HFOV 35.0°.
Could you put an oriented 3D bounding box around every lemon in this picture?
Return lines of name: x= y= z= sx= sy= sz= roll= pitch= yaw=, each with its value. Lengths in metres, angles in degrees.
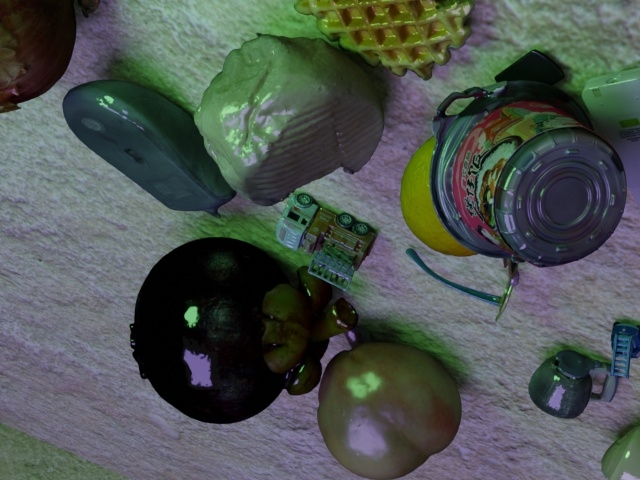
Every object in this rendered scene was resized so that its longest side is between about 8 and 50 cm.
lemon: x=0.216 y=-0.076 z=1.543 sx=0.187 sy=0.187 sz=0.244 roll=25 pitch=135 yaw=6

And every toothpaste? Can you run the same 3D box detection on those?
toothpaste: x=0.103 y=0.256 z=2.167 sx=0.067 sy=0.043 sz=0.194 roll=2 pitch=131 yaw=34

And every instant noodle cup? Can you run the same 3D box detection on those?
instant noodle cup: x=0.295 y=-0.075 z=1.370 sx=0.302 sy=0.258 sz=0.181 roll=29 pitch=-172 yaw=-20

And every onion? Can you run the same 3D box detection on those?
onion: x=-0.535 y=-0.360 z=1.591 sx=0.353 sy=0.353 sz=0.353 roll=19 pitch=144 yaw=15

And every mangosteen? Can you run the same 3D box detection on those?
mangosteen: x=-0.155 y=0.165 z=2.004 sx=0.435 sy=0.382 sz=0.382 roll=-13 pitch=141 yaw=-7

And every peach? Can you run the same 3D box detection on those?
peach: x=0.130 y=0.336 z=2.045 sx=0.292 sy=0.247 sz=0.292 roll=0 pitch=128 yaw=1

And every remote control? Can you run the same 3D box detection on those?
remote control: x=0.459 y=-0.132 z=1.427 sx=0.103 sy=0.034 sz=0.250 roll=-8 pitch=131 yaw=41

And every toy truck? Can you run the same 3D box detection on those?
toy truck: x=0.000 y=0.001 z=1.851 sx=0.177 sy=0.115 sz=0.080 roll=27 pitch=145 yaw=7
toy truck: x=0.519 y=0.189 z=1.737 sx=0.056 sy=0.090 sz=0.073 roll=8 pitch=140 yaw=29

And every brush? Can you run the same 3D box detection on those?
brush: x=0.270 y=-0.216 z=1.473 sx=0.063 sy=0.016 sz=0.193 roll=38 pitch=144 yaw=-15

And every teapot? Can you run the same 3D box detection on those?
teapot: x=0.464 y=0.263 z=1.858 sx=0.149 sy=0.111 sz=0.108 roll=25 pitch=131 yaw=15

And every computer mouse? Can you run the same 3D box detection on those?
computer mouse: x=-0.294 y=-0.174 z=1.838 sx=0.188 sy=0.122 sz=0.371 roll=-8 pitch=138 yaw=46

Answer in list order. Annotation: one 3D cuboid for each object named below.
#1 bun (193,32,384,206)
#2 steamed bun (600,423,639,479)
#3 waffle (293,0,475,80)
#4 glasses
bun: x=-0.055 y=-0.199 z=1.542 sx=0.205 sy=0.281 sz=0.281 roll=53 pitch=156 yaw=29
steamed bun: x=0.642 y=0.458 z=1.920 sx=0.225 sy=0.170 sz=0.200 roll=19 pitch=149 yaw=17
waffle: x=0.087 y=-0.334 z=1.424 sx=0.261 sy=0.056 sz=0.250 roll=27 pitch=145 yaw=0
glasses: x=0.255 y=0.013 z=1.755 sx=0.220 sy=0.088 sz=0.190 roll=35 pitch=151 yaw=28
